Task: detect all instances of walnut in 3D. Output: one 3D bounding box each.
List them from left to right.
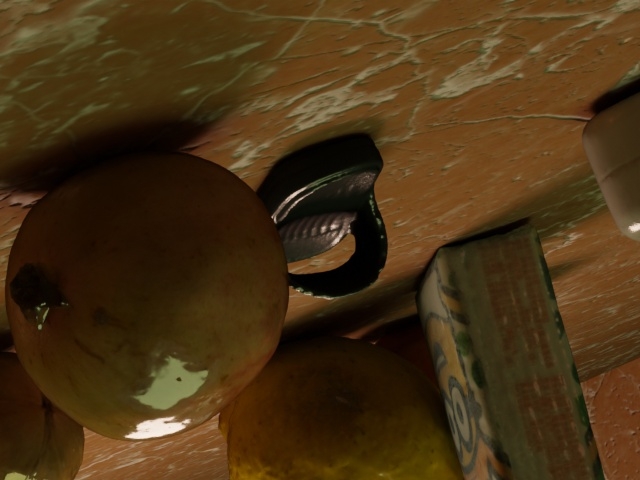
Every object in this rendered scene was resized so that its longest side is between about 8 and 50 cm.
[{"bbox_3d":[-0.298,0.181,1.608,0.165,0.165,0.197,-6,154,-47],"label":"walnut"}]

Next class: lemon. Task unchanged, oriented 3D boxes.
[{"bbox_3d":[0.031,0.236,2.094,0.310,0.253,0.253,16,177,17],"label":"lemon"}]

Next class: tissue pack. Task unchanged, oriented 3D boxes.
[{"bbox_3d":[0.201,0.164,1.947,0.128,0.311,0.228,-14,167,-5],"label":"tissue pack"}]

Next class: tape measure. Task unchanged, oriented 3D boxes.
[{"bbox_3d":[0.368,-0.092,1.524,0.258,0.130,0.265,-28,166,27],"label":"tape measure"}]

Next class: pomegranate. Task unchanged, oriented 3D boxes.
[{"bbox_3d":[-0.113,0.036,1.188,0.191,0.191,0.191,-19,168,-4],"label":"pomegranate"}]

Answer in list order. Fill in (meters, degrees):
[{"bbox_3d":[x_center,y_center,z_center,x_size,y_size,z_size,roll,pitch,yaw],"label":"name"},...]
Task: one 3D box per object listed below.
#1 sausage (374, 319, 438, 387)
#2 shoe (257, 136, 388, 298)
[{"bbox_3d":[0.161,0.168,2.282,0.268,0.153,0.141,-17,168,-7],"label":"sausage"},{"bbox_3d":[0.000,0.000,1.432,0.108,0.093,0.241,-18,166,-14],"label":"shoe"}]
